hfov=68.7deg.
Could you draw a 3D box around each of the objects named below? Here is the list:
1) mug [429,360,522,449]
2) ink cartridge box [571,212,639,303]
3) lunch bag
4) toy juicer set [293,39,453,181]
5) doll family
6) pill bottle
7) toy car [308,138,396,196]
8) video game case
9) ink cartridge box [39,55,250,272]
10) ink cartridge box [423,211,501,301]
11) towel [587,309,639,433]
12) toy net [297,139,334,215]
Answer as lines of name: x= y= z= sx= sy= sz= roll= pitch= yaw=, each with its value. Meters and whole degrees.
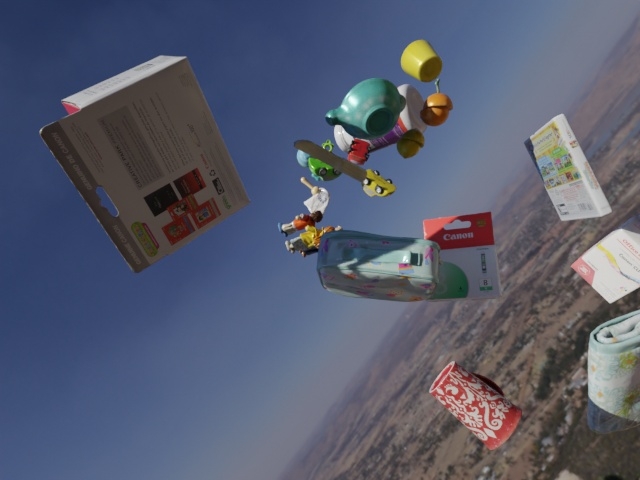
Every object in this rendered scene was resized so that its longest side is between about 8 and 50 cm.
mug: x=0.339 y=0.357 z=1.048 sx=0.113 sy=0.169 sz=0.150 roll=-53 pitch=-11 yaw=6
ink cartridge box: x=0.643 y=0.033 z=0.975 sx=0.067 sy=0.115 sz=0.198 roll=-31 pitch=-21 yaw=-28
lunch bag: x=0.134 y=0.057 z=1.056 sx=0.224 sy=0.279 sz=0.108 roll=74 pitch=-159 yaw=-66
toy juicer set: x=0.122 y=-0.243 z=0.982 sx=0.329 sy=0.089 sz=0.209 roll=-34 pitch=-44 yaw=10
doll family: x=0.000 y=0.000 z=1.440 sx=0.163 sy=0.118 sz=0.263 roll=-20 pitch=-22 yaw=19
pill bottle: x=0.214 y=-0.425 z=1.701 sx=0.323 sy=0.181 sz=0.181 roll=-14 pitch=15 yaw=39
toy car: x=0.067 y=-0.193 z=1.273 sx=0.225 sy=0.239 sz=0.053 roll=-3 pitch=-42 yaw=-25
video game case: x=0.507 y=-0.141 z=0.978 sx=0.026 sy=0.206 sz=0.227 roll=-25 pitch=-4 yaw=10
ink cartridge box: x=-0.321 y=-0.142 z=0.875 sx=0.272 sy=0.130 sz=0.309 roll=-37 pitch=-52 yaw=-24
ink cartridge box: x=0.351 y=0.039 z=1.184 sx=0.056 sy=0.181 sz=0.224 roll=27 pitch=-121 yaw=-64
towel: x=0.841 y=0.305 z=1.156 sx=0.374 sy=0.320 sz=0.090 roll=-18 pitch=25 yaw=-3
toy net: x=-0.002 y=-0.186 z=1.436 sx=0.122 sy=0.232 sz=0.045 roll=-8 pitch=-5 yaw=0
